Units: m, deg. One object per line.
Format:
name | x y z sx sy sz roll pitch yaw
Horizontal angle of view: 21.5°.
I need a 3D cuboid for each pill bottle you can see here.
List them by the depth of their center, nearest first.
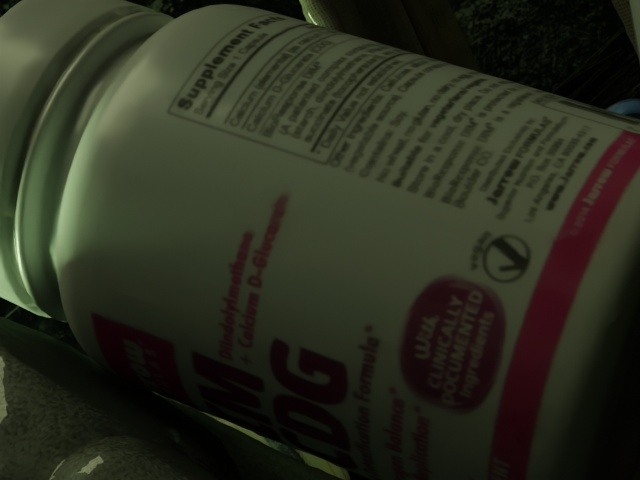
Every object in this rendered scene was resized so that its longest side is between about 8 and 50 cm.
pill bottle | 0.000 0.000 0.659 0.160 0.283 0.160 -47 -33 -44

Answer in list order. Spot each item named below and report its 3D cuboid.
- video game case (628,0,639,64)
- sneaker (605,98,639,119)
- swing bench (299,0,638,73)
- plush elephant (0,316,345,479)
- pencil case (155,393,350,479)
video game case | 0.197 -0.064 0.429 0.275 0.035 0.248 -41 35 37
sneaker | 0.158 -0.023 1.006 0.144 0.053 0.059 -51 2 -1
swing bench | 0.119 -0.113 0.801 0.255 0.253 0.165 -24 3 3
plush elephant | -0.136 0.173 0.641 0.255 0.330 0.272 -60 9 1
pencil case | -0.053 0.137 1.016 0.160 0.183 0.410 -13 4 3
